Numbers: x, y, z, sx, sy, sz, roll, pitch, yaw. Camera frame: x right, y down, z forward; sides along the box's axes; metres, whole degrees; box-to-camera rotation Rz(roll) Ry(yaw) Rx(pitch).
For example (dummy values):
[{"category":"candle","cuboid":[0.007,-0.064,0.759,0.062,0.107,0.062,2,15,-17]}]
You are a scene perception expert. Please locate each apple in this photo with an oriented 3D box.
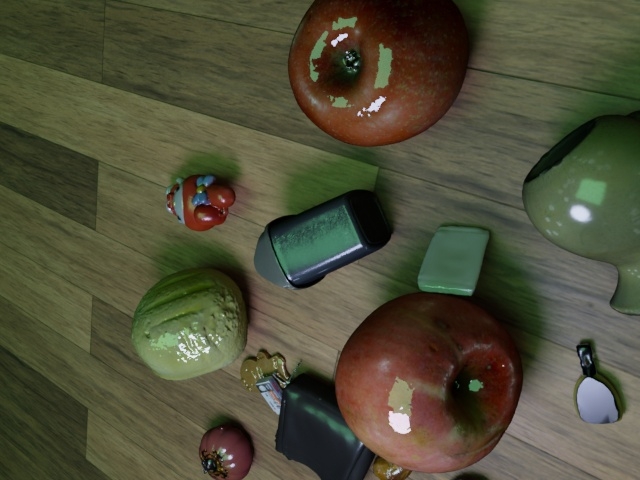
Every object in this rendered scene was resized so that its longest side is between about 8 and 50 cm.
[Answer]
[{"category":"apple","cuboid":[0.210,0.286,1.122,0.363,0.363,0.365,8,106,31]},{"category":"apple","cuboid":[0.110,-0.353,1.070,0.348,0.276,0.349,8,105,31]}]

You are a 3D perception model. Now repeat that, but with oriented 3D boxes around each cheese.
[{"category":"cheese","cuboid":[0.547,0.288,1.091,0.086,0.036,0.163,-13,94,37]}]

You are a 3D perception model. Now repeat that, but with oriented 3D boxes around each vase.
[{"category":"vase","cuboid":[0.545,-0.080,0.918,0.329,0.241,0.302,-44,89,5]}]

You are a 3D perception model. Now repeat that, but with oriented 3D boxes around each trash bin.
[{"category":"trash bin","cuboid":[0.000,0.000,1.272,0.290,0.209,0.183,-25,86,28]}]

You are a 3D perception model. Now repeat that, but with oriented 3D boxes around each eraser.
[{"category":"eraser","cuboid":[-0.131,0.440,1.537,0.052,0.029,0.122,-19,111,30]}]

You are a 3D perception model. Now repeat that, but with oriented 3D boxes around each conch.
[{"category":"conch","cuboid":[0.203,0.548,1.344,0.080,0.086,0.232,32,123,-24]}]

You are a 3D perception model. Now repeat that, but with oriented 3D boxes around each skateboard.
[{"category":"skateboard","cuboid":[-0.091,0.363,1.503,0.063,0.032,0.083,36,105,15]}]

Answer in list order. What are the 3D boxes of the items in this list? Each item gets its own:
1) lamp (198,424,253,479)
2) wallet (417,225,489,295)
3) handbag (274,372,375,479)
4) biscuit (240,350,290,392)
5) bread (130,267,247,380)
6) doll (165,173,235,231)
[{"category":"lamp","cuboid":[-0.295,0.657,1.651,0.181,0.140,0.182,9,109,27]},{"category":"wallet","cuboid":[0.279,0.040,1.129,0.124,0.183,0.032,3,134,28]},{"category":"handbag","cuboid":[0.010,0.522,1.430,0.285,0.113,0.257,25,109,27]},{"category":"biscuit","cuboid":[-0.166,0.386,1.572,0.183,0.027,0.134,-3,101,32]},{"category":"bread","cuboid":[-0.359,0.223,1.492,0.320,0.320,0.238,-2,119,33]},{"category":"doll","cuboid":[-0.335,-0.105,1.499,0.290,0.129,0.161,11,101,45]}]
